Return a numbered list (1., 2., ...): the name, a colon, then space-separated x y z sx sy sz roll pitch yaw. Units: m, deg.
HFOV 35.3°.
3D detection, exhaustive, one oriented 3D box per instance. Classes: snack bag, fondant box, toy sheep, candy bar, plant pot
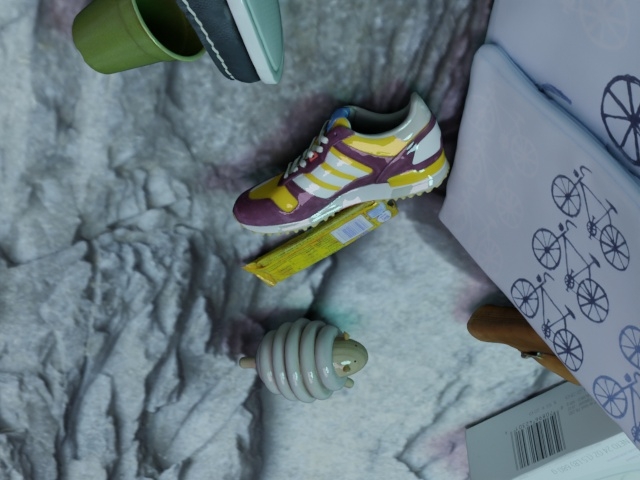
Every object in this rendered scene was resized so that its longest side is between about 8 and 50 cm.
1. snack bag: 0.192 -0.051 0.665 0.037 0.323 0.342 -15 137 -22
2. fondant box: 0.353 0.274 1.108 0.238 0.096 0.330 -33 126 28
3. toy sheep: -0.017 0.118 0.979 0.132 0.091 0.091 -11 132 18
4. candy bar: 0.000 0.000 0.910 0.161 0.018 0.040 -31 129 26
5. plant pot: -0.136 -0.157 0.732 0.079 0.083 0.083 -17 132 33

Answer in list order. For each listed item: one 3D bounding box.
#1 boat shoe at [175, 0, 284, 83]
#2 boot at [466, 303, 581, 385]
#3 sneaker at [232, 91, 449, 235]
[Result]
1. boat shoe: -0.105 -0.229 0.641 0.091 0.114 0.302 -14 120 13
2. boot: 0.290 0.127 0.871 0.264 0.096 0.280 23 165 -12
3. sneaker: 0.007 -0.067 0.821 0.185 0.069 0.084 -17 122 9
